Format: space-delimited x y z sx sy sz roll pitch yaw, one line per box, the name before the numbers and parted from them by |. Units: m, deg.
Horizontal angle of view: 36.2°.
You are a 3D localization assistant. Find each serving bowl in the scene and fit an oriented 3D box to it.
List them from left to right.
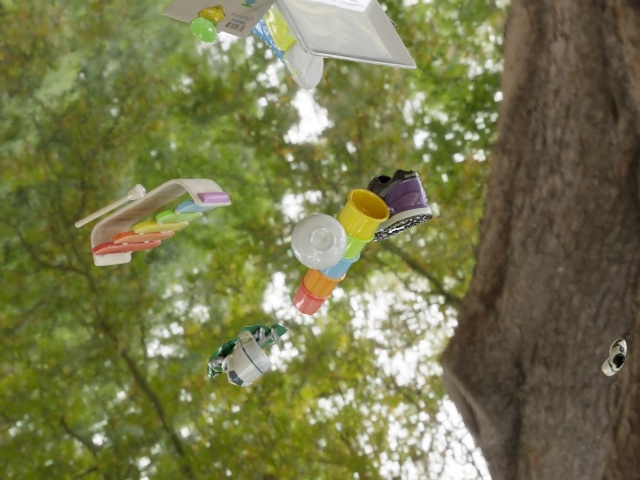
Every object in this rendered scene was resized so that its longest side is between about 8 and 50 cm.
serving bowl | 0.000 0.000 1.427 0.083 0.083 0.027 -22 177 -11

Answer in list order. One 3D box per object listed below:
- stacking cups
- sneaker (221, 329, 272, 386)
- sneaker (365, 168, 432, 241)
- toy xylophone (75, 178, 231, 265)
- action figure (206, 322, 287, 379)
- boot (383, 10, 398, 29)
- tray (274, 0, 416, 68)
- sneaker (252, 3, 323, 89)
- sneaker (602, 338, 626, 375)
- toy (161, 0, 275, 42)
stacking cups | 0.027 0.030 2.071 0.096 0.096 0.316 -38 166 -52
sneaker | -0.158 0.243 1.987 0.091 0.094 0.258 -36 178 -6
sneaker | 0.133 -0.074 2.117 0.107 0.124 0.283 -5 169 -36
toy xylophone | -0.358 -0.043 2.016 0.323 0.081 0.236 -29 170 34
action figure | -0.197 0.272 2.344 0.137 0.063 0.232 14 140 -42
boot | 0.099 -0.396 1.781 0.037 0.106 0.114 -46 -118 -5
tray | 0.029 -0.310 1.428 0.030 0.145 0.270 -37 162 33
sneaker | -0.078 -0.429 2.047 0.091 0.240 0.126 -32 -155 -30
sneaker | 0.535 0.207 1.750 0.083 0.032 0.037 -56 -175 -34
toy | -0.122 -0.368 1.481 0.137 0.056 0.237 19 -135 15
